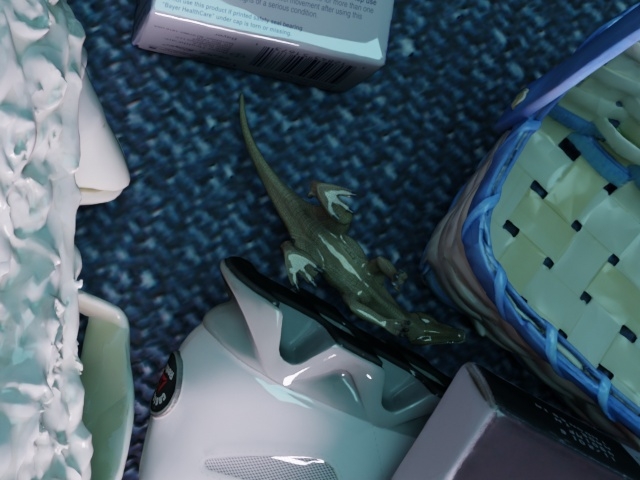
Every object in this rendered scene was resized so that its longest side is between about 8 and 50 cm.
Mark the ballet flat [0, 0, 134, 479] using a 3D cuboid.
[{"bbox_3d":[-0.155,0.012,0.605,0.147,0.147,0.408,0,87,-17],"label":"ballet flat"}]

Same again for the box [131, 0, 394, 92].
[{"bbox_3d":[-0.026,-0.163,0.675,0.126,0.072,0.137,11,81,-15],"label":"box"}]

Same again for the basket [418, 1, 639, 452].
[{"bbox_3d":[0.189,-0.001,0.606,0.255,0.289,0.201,40,77,-11],"label":"basket"}]

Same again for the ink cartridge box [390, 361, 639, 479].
[{"bbox_3d":[0.050,0.254,0.584,0.176,0.069,0.371,28,102,-12],"label":"ink cartridge box"}]

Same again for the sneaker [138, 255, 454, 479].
[{"bbox_3d":[0.058,0.146,0.654,0.330,0.122,0.146,29,94,-12],"label":"sneaker"}]

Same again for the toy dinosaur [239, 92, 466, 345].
[{"bbox_3d":[0.000,0.000,0.656,0.053,0.092,0.183,-42,88,-2],"label":"toy dinosaur"}]
